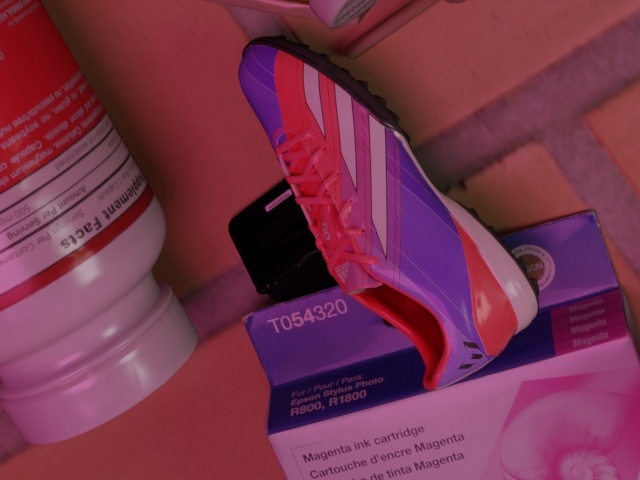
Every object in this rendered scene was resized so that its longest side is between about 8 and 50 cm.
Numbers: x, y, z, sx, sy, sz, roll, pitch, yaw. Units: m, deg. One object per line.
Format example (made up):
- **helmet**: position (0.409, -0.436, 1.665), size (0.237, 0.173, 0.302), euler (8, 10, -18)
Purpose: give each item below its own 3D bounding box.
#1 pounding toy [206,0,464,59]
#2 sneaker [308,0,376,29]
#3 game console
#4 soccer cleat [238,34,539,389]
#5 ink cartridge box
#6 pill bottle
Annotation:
- **pounding toy**: position (0.017, -0.212, 1.355), size (0.206, 0.094, 0.181), euler (11, 117, 11)
- **sneaker**: position (0.042, -0.296, 1.242), size (0.169, 0.292, 0.108), euler (39, 162, 0)
- **game console**: position (0.000, 0.000, 1.508), size (0.122, 0.071, 0.107), euler (-36, 71, 27)
- **soccer cleat**: position (0.032, -0.025, 1.394), size (0.318, 0.116, 0.108), euler (48, 158, 1)
- **ink cartridge box**: position (0.131, 0.174, 1.501), size (0.324, 0.071, 0.330), euler (-18, 110, 15)
- **pill bottle**: position (-0.272, -0.046, 1.442), size (0.229, 0.229, 0.407), euler (-22, 107, 24)
